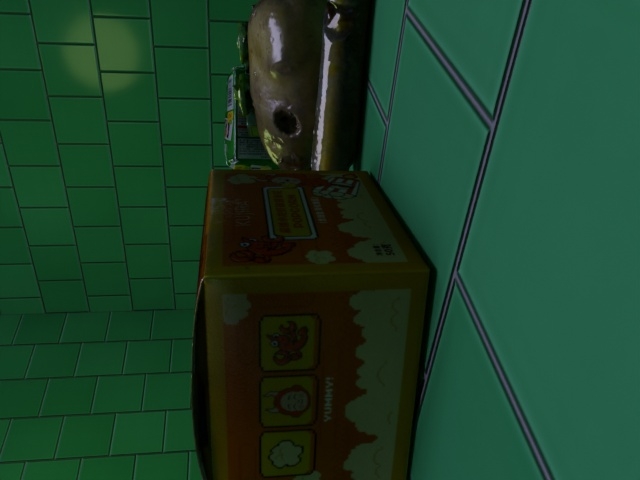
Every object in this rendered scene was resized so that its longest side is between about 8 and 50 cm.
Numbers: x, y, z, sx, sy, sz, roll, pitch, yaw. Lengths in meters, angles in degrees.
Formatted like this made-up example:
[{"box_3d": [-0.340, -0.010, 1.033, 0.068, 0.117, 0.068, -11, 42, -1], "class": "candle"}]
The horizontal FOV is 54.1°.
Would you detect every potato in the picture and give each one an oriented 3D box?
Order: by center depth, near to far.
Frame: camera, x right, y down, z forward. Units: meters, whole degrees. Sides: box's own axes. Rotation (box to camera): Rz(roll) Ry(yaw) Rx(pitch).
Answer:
[{"box_3d": [-0.035, -0.243, 0.945, 0.192, 0.141, 0.297, -130, 37, -50], "class": "potato"}]

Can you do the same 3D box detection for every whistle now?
[{"box_3d": [0.030, -0.230, 0.783, 0.068, 0.057, 0.327, -29, -50, -47], "class": "whistle"}]

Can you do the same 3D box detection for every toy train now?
[{"box_3d": [-0.102, -0.348, 1.339, 0.188, 0.158, 0.272, 99, 168, -79], "class": "toy train"}]

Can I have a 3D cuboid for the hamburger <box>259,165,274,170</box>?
[{"box_3d": [-0.081, -0.079, 1.284, 0.235, 0.125, 0.214, 82, 178, -47], "class": "hamburger"}]

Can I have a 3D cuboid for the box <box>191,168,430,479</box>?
[{"box_3d": [-0.029, 0.085, 0.688, 0.283, 0.213, 0.260, -110, 19, -65], "class": "box"}]

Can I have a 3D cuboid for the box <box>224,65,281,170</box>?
[{"box_3d": [-0.142, -0.293, 1.526, 0.103, 0.180, 0.250, 180, 90, -78], "class": "box"}]
